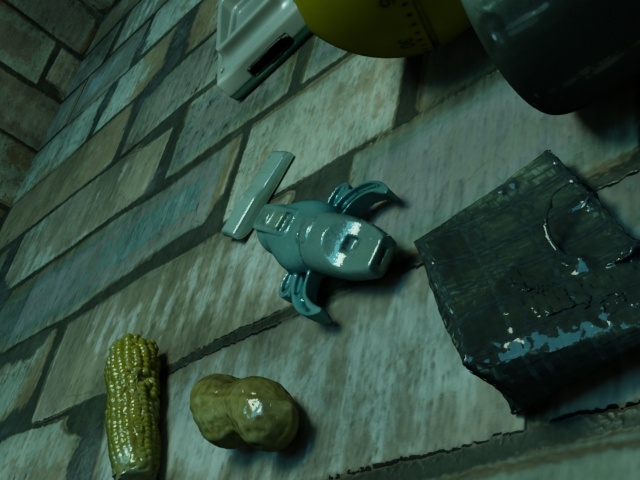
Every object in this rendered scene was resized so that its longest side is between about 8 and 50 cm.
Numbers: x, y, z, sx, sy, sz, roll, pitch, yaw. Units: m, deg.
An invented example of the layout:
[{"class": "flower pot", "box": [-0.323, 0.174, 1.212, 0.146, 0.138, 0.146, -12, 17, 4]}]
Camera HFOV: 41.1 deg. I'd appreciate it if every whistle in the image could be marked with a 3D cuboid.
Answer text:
[{"class": "whistle", "box": [0.000, 0.000, 1.052, 0.274, 0.093, 0.186, 16, 73, 57]}]

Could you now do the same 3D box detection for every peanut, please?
[{"class": "peanut", "box": [-0.090, 0.200, 0.987, 0.193, 0.089, 0.089, -10, 53, 54]}]

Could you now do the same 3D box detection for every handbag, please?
[{"class": "handbag", "box": [0.187, 0.028, 0.748, 0.175, 0.089, 0.270, -38, 32, 16]}]

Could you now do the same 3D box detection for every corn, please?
[{"class": "corn", "box": [-0.268, 0.235, 1.229, 0.086, 0.086, 0.288, -46, 32, 18]}]

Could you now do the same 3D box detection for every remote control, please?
[{"class": "remote control", "box": [-0.101, -0.074, 1.346, 0.061, 0.029, 0.162, 12, 71, 59]}]

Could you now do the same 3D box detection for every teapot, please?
[{"class": "teapot", "box": [0.305, -0.270, 0.799, 0.285, 0.305, 0.223, -26, 82, 33]}]

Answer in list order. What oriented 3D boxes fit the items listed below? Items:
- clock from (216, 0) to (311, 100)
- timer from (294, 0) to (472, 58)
[{"class": "clock", "box": [-0.110, -0.436, 1.652, 0.262, 0.116, 0.231, -37, 34, 33]}, {"class": "timer", "box": [0.128, -0.413, 1.063, 0.387, 0.376, 0.376, -23, 37, 11]}]
